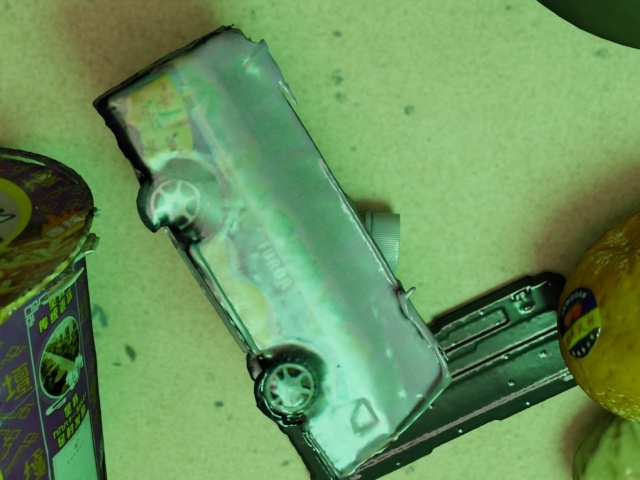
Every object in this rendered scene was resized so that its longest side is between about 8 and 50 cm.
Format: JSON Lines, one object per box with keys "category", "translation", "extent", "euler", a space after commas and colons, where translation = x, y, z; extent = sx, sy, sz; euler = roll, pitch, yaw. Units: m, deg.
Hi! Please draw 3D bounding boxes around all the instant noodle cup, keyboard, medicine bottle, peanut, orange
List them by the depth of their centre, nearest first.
{"category": "instant noodle cup", "translation": [-0.295, 0.121, 0.928], "extent": [0.340, 0.340, 0.265], "euler": [-7, 118, 4]}
{"category": "orange", "translation": [0.259, 0.054, 0.952], "extent": [0.155, 0.177, 0.177], "euler": [40, 106, -9]}
{"category": "medicine bottle", "translation": [0.000, 0.000, 1.004], "extent": [0.118, 0.055, 0.074], "euler": [6, 107, -1]}
{"category": "peanut", "translation": [0.250, 0.217, 1.059], "extent": [0.103, 0.098, 0.229], "euler": [25, 115, 37]}
{"category": "keyboard", "translation": [0.094, 0.117, 1.066], "extent": [0.262, 0.016, 0.106], "euler": [-27, 108, 10]}

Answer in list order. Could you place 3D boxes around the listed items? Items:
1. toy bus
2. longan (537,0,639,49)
{"category": "toy bus", "translation": [-0.030, 0.008, 0.928], "extent": [0.138, 0.112, 0.317], "euler": [-33, 102, -2]}
{"category": "longan", "translation": [0.212, -0.261, 0.813], "extent": [0.243, 0.300, 0.300], "euler": [-7, 117, 48]}
